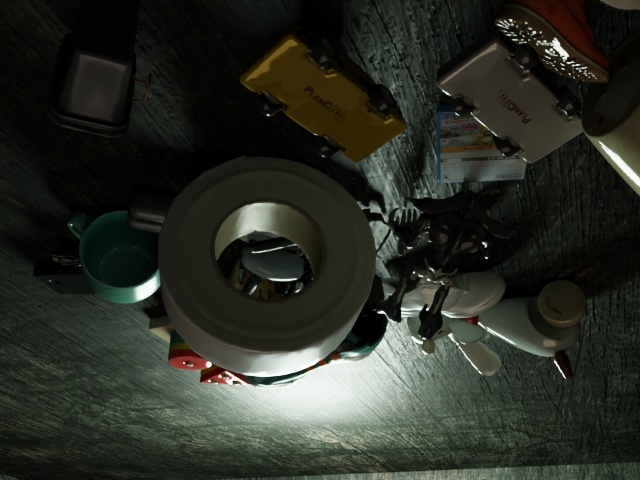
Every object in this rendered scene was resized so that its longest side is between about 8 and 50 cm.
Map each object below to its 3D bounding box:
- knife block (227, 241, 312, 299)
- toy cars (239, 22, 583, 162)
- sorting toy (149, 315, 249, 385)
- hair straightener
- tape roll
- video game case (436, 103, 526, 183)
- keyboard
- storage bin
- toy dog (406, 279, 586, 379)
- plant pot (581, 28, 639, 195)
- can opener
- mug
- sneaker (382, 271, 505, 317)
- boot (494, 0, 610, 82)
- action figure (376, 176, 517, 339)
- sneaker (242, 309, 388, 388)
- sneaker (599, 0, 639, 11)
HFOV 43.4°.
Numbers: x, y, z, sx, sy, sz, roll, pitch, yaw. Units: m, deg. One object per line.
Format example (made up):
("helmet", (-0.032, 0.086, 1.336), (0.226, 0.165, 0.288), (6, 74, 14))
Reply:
("knife block", (-0.127, 0.091, 1.400), (0.276, 0.088, 0.242), (-12, 149, 25))
("toy cars", (0.107, -0.172, 0.889), (0.394, 0.087, 0.176), (0, 141, -7))
("sorting toy", (-0.184, 0.232, 1.672), (0.255, 0.089, 0.257), (-10, 151, 21))
("hair straightener", (0.000, 0.000, 1.207), (0.230, 0.089, 0.047), (-6, -170, -18))
("tape roll", (-0.073, 0.030, 1.072), (0.286, 0.286, 0.100), (4, 153, -6))
("video game case", (0.211, -0.125, 1.046), (0.119, 0.015, 0.166), (-2, 153, 7))
("keyboard", (-0.341, 0.051, 1.395), (0.317, 0.033, 0.201), (-2, 159, 5))
("storage bin", (-0.220, -0.187, 0.830), (0.098, 0.135, 0.091), (12, 141, -20))
("toy dog", (0.339, 0.187, 1.484), (0.334, 0.161, 0.220), (-19, 146, 33))
("plant pot", (0.430, -0.109, 0.856), (0.274, 0.256, 0.256), (23, 147, -14))
("can opener", (-0.149, -0.011, 1.211), (0.280, 0.093, 0.074), (14, 151, -14))
("mug", (-0.308, 0.020, 1.250), (0.129, 0.157, 0.097), (-18, 159, -16))
("sneaker", (0.208, 0.082, 1.390), (0.212, 0.080, 0.094), (-10, 139, 24))
("boot", (0.246, -0.215, 0.797), (0.158, 0.084, 0.059), (27, 175, -37))
("action figure", (0.174, 0.005, 1.177), (0.164, 0.141, 0.275), (16, 124, -10))
("sneaker", (-0.007, 0.188, 1.516), (0.302, 0.108, 0.121), (-13, 152, -31))
("sneaker", (0.321, -0.254, 0.762), (0.161, 0.057, 0.075), (12, 135, -17))
